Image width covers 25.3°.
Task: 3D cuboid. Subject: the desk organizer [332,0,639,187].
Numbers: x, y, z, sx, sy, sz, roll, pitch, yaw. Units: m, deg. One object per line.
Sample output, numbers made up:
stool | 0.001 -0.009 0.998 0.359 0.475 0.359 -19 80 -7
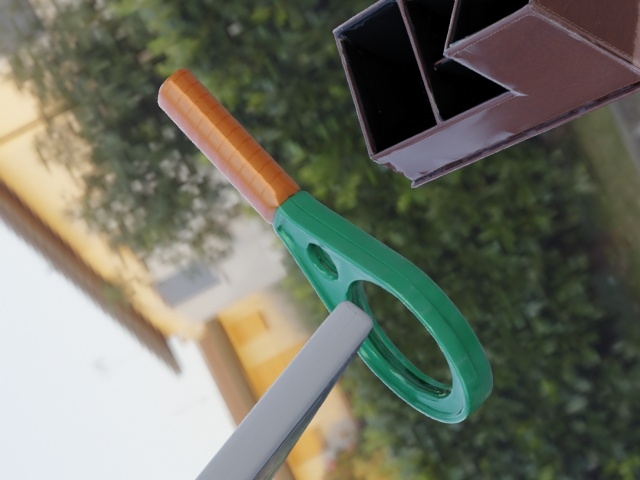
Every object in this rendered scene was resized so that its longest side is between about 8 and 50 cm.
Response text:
desk organizer | 0.053 -0.063 0.476 0.050 0.047 0.130 24 156 -25

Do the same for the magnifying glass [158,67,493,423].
magnifying glass | 0.000 0.000 0.722 0.231 0.026 0.092 45 156 13

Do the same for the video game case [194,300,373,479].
video game case | -0.055 0.133 0.664 0.022 0.190 0.173 37 145 5
